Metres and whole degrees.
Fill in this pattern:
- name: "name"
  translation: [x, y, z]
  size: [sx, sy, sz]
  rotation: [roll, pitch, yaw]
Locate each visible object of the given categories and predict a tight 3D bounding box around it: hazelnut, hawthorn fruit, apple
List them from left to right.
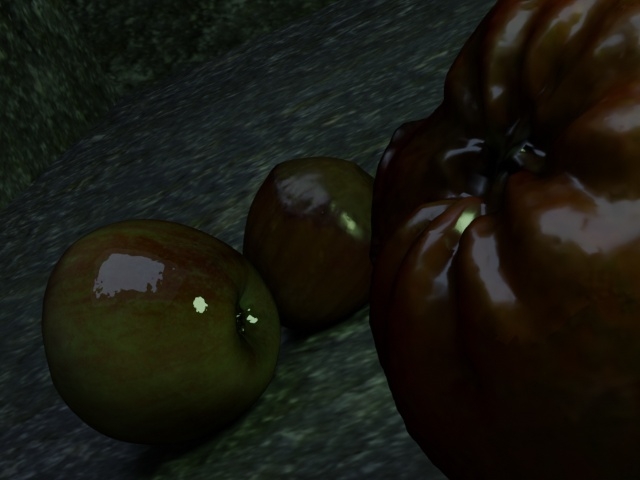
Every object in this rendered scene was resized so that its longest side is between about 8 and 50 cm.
- name: "apple"
  translation: [-0.170, 0.094, 1.714]
  size: [0.234, 0.257, 0.257]
  rotation: [-17, 22, 27]
- name: "hazelnut"
  translation: [-0.009, -0.004, 1.836]
  size: [0.210, 0.186, 0.210]
  rotation: [-15, 34, 11]
- name: "hawthorn fruit"
  translation: [0.237, 0.023, 1.042]
  size: [0.403, 0.403, 0.403]
  rotation: [-28, 18, 10]
